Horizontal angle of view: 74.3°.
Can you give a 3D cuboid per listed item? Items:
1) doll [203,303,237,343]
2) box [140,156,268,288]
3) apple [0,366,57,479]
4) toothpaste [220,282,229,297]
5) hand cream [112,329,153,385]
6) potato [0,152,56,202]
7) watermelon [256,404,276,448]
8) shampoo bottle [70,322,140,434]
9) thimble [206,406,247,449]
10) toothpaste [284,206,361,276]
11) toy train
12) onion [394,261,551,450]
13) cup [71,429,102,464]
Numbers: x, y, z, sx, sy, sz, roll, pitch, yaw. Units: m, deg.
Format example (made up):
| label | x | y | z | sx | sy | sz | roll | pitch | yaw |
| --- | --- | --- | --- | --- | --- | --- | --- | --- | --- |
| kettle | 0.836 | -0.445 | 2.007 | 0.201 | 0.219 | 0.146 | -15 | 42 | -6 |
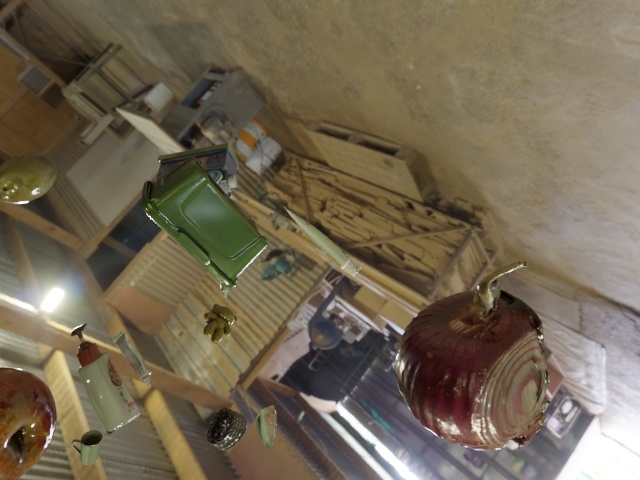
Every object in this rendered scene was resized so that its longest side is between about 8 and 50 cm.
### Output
| label | x | y | z | sx | sy | sz | roll | pitch | yaw |
| --- | --- | --- | --- | --- | --- | --- | --- | --- | --- |
| doll | -0.440 | 0.357 | 1.789 | 0.137 | 0.097 | 0.209 | 38 | -156 | -6 |
| box | -0.299 | -0.059 | 1.124 | 0.329 | 0.178 | 0.253 | 49 | 179 | -28 |
| apple | -1.019 | 0.577 | 1.319 | 0.277 | 0.348 | 0.348 | 4 | 162 | 13 |
| toothpaste | -0.351 | 0.109 | 1.534 | 0.029 | 0.197 | 0.048 | -6 | 171 | 1 |
| hand cream | -0.660 | 0.420 | 1.490 | 0.216 | 0.052 | 0.038 | 51 | 163 | 12 |
| potato | -1.026 | -0.212 | 1.454 | 0.159 | 0.174 | 0.251 | 21 | -156 | -15 |
| watermelon | -0.229 | 0.786 | 1.789 | 0.094 | 0.180 | 0.081 | 4 | -178 | -27 |
| shampoo bottle | -0.554 | 0.338 | 1.066 | 0.284 | 0.071 | 0.153 | 62 | 166 | 5 |
| thimble | -0.263 | 0.533 | 1.190 | 0.095 | 0.104 | 0.066 | -5 | 139 | 43 |
| toothpaste | 0.000 | 0.000 | 1.366 | 0.314 | 0.056 | 0.058 | 43 | 135 | 3 |
| toy train | -0.423 | -0.212 | 1.450 | 0.299 | 0.202 | 0.131 | -8 | 143 | 8 |
| onion | 0.240 | 0.211 | 0.722 | 0.256 | 0.230 | 0.272 | 123 | 126 | -79 |
| cup | -0.673 | 0.600 | 1.215 | 0.075 | 0.083 | 0.054 | 1 | -153 | -39 |
